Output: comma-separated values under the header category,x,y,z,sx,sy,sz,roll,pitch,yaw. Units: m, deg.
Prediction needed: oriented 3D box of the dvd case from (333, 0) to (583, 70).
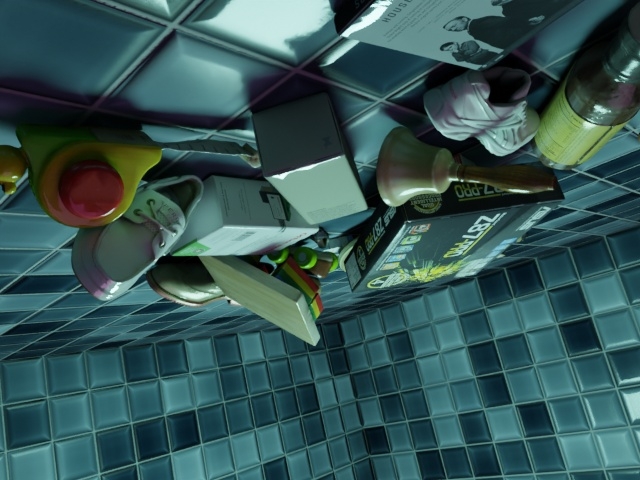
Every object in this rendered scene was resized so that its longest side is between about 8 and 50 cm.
category,x,y,z,sx,sy,sz,roll,pitch,yaw
dvd case,0.158,-0.247,0.580,0.238,0.030,0.179,-2,162,-38

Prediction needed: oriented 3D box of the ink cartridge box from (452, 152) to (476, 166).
category,x,y,z,sx,sy,sz,roll,pitch,yaw
ink cartridge box,0.237,-0.113,1.129,0.135,0.056,0.099,-22,163,28

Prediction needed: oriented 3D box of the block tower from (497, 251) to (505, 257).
category,x,y,z,sx,sy,sz,roll,pitch,yaw
block tower,0.472,0.008,1.756,0.091,0.097,0.335,-21,166,32

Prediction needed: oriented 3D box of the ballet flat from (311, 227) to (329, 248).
category,x,y,z,sx,sy,sz,roll,pitch,yaw
ballet flat,0.000,0.000,1.396,0.041,0.041,0.114,-15,166,8

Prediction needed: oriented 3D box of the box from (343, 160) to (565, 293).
category,x,y,z,sx,sy,sz,roll,pitch,yaw
box,0.244,-0.013,1.165,0.318,0.097,0.395,-9,158,-16

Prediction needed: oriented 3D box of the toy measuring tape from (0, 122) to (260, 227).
category,x,y,z,sx,sy,sz,roll,pitch,yaw
toy measuring tape,-0.230,-0.075,0.710,0.330,0.121,0.121,-2,163,-37

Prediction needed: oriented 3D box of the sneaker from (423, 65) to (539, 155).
category,x,y,z,sx,sy,sz,roll,pitch,yaw
sneaker,0.258,-0.186,0.800,0.232,0.090,0.115,-2,159,-41

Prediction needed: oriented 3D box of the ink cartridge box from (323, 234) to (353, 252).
category,x,y,z,sx,sy,sz,roll,pitch,yaw
ink cartridge box,0.045,0.011,1.504,0.083,0.028,0.048,-13,165,-4

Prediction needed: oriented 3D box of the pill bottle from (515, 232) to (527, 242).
category,x,y,z,sx,sy,sz,roll,pitch,yaw
pill bottle,0.406,-0.033,1.470,0.219,0.123,0.123,-14,166,3

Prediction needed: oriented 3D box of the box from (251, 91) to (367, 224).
category,x,y,z,sx,sy,sz,roll,pitch,yaw
box,-0.006,-0.107,0.848,0.113,0.094,0.275,-15,166,6

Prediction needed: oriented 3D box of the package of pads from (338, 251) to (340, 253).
category,x,y,z,sx,sy,sz,roll,pitch,yaw
package of pads,0.096,0.043,1.634,0.083,0.050,0.032,-7,165,-25

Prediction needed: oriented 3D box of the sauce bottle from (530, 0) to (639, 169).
category,x,y,z,sx,sy,sz,roll,pitch,yaw
sauce bottle,0.394,-0.204,0.800,0.111,0.111,0.344,-13,167,0

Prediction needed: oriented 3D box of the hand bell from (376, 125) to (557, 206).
category,x,y,z,sx,sy,sz,roll,pitch,yaw
hand bell,0.215,-0.098,0.824,0.242,0.126,0.126,11,-177,37

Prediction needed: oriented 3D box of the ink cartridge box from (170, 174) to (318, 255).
category,x,y,z,sx,sy,sz,roll,pitch,yaw
ink cartridge box,-0.136,-0.037,1.007,0.160,0.093,0.219,-24,164,40

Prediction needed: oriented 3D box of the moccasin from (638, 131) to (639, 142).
category,x,y,z,sx,sy,sz,roll,pitch,yaw
moccasin,0.779,-0.192,1.149,0.380,0.139,0.147,-3,164,-35

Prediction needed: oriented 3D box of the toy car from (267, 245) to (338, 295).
category,x,y,z,sx,sy,sz,roll,pitch,yaw
toy car,-0.054,0.107,1.399,0.148,0.189,0.155,10,178,27

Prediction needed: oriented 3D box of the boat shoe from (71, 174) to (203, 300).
category,x,y,z,sx,sy,sz,roll,pitch,yaw
boat shoe,-0.231,-0.026,0.765,0.096,0.098,0.277,-23,-156,19

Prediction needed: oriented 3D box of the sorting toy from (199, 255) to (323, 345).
category,x,y,z,sx,sy,sz,roll,pitch,yaw
sorting toy,-0.113,0.090,1.223,0.257,0.089,0.255,26,158,21

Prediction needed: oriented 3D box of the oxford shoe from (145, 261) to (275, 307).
category,x,y,z,sx,sy,sz,roll,pitch,yaw
oxford shoe,-0.258,0.078,1.388,0.348,0.123,0.130,6,131,-52

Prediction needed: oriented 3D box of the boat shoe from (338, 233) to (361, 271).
category,x,y,z,sx,sy,sz,roll,pitch,yaw
boat shoe,0.139,0.028,1.433,0.109,0.098,0.302,-14,161,-32
